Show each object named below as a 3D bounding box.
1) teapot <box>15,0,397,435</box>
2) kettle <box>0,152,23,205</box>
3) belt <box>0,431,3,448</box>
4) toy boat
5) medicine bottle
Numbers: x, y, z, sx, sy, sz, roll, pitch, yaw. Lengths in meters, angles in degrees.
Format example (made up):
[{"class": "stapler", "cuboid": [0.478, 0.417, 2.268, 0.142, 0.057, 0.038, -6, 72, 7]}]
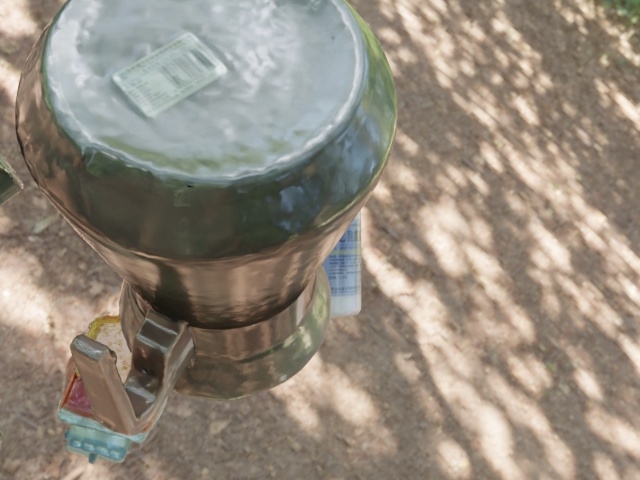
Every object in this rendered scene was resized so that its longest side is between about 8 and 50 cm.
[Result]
[{"class": "teapot", "cuboid": [-0.088, -0.012, 0.745, 0.253, 0.344, 0.300, 25, 61, 13]}, {"class": "kettle", "cuboid": [-0.569, -0.048, 1.193, 0.319, 0.342, 0.247, 40, -16, 47]}, {"class": "belt", "cuboid": [-0.573, 0.301, 1.331, 0.207, 0.258, 0.150, 61, 32, -46]}, {"class": "toy boat", "cuboid": [-0.284, 0.205, 1.351, 0.145, 0.133, 0.332, 17, 11, -8]}, {"class": "medicine bottle", "cuboid": [0.000, 0.000, 1.209, 0.103, 0.103, 0.186, -1, 92, -45]}]
